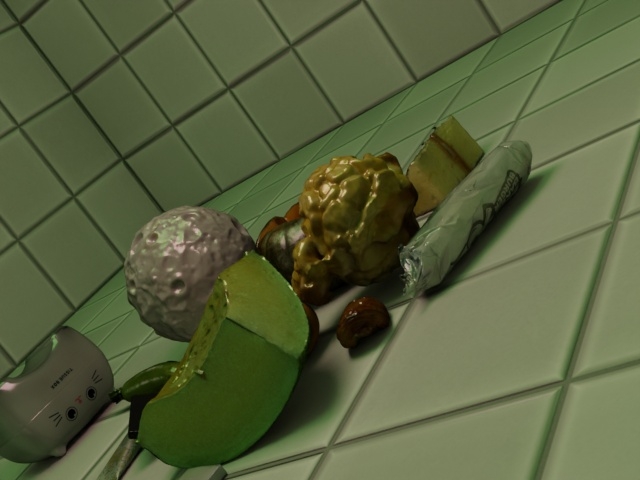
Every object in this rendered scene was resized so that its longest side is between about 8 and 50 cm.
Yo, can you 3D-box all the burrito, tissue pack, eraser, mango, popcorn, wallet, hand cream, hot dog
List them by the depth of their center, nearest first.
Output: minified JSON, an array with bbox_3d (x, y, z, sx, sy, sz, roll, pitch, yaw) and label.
[{"bbox_3d":[-0.230,0.429,1.480,0.104,0.023,0.150,-20,20,47],"label":"eraser"},{"bbox_3d":[0.072,0.145,1.626,0.099,0.065,0.147,-34,2,6],"label":"hot dog"},{"bbox_3d":[0.258,-0.036,1.708,0.445,0.101,0.139,-46,8,-33],"label":"burrito"},{"bbox_3d":[0.059,-0.018,1.768,0.225,0.265,0.332,31,87,40],"label":"popcorn"},{"bbox_3d":[-0.071,0.181,1.773,0.145,0.112,0.219,-38,4,-4],"label":"mango"},{"bbox_3d":[-0.396,0.427,1.858,0.067,0.042,0.194,-15,24,29],"label":"hand cream"},{"bbox_3d":[-0.332,0.359,1.871,0.124,0.025,0.244,-5,8,-10],"label":"wallet"},{"bbox_3d":[-0.681,0.399,2.276,0.229,0.236,0.333,-35,10,44],"label":"tissue pack"}]

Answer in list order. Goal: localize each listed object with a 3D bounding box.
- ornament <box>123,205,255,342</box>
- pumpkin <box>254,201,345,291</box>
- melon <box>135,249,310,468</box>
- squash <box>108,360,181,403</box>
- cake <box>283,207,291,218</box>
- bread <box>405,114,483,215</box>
[{"bbox_3d":[-0.295,0.089,2.174,0.337,0.337,0.337,-33,13,9],"label":"ornament"},{"bbox_3d":[0.000,0.000,2.025,0.320,0.192,0.320,-32,12,8],"label":"pumpkin"},{"bbox_3d":[-0.179,0.230,1.592,0.331,0.226,0.343,55,127,43],"label":"melon"},{"bbox_3d":[-0.380,0.323,2.095,0.080,0.071,0.318,-6,-12,-45],"label":"squash"},{"bbox_3d":[0.014,-0.052,2.276,0.260,0.156,0.179,-37,7,2],"label":"cake"},{"bbox_3d":[0.280,-0.169,2.121,0.142,0.178,0.266,9,39,25],"label":"bread"}]
